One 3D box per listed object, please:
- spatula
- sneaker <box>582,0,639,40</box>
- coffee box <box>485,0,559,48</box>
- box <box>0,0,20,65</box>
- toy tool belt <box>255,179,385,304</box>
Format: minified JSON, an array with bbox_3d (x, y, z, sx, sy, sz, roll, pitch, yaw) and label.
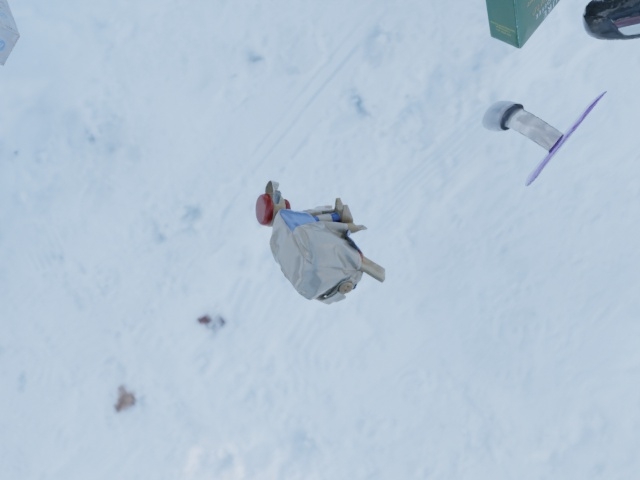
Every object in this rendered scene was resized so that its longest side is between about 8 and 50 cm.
[{"bbox_3d":[0.166,-0.092,0.820,0.030,0.296,0.084,38,98,-10],"label":"spatula"},{"bbox_3d":[0.359,-0.295,0.926,0.281,0.106,0.162,-18,108,11],"label":"sneaker"},{"bbox_3d":[0.191,-0.278,0.944,0.040,0.113,0.184,28,161,30],"label":"coffee box"},{"bbox_3d":[-0.365,-0.242,0.956,0.038,0.145,0.186,-56,38,17],"label":"box"},{"bbox_3d":[0.000,0.000,0.582,0.083,0.051,0.052,55,138,48],"label":"toy tool belt"}]
